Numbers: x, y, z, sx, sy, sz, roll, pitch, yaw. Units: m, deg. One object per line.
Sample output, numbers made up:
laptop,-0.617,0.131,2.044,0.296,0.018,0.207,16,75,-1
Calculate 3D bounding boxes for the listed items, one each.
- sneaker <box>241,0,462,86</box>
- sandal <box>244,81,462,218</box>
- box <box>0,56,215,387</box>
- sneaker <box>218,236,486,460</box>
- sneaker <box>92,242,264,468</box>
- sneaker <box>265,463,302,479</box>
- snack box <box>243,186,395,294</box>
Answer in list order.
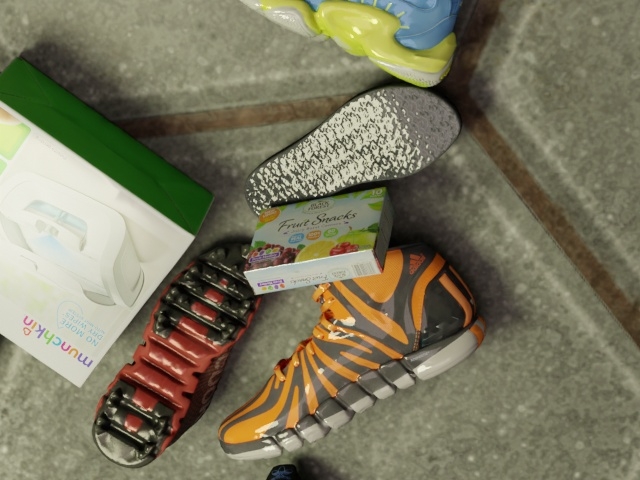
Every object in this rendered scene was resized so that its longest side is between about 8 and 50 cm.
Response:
sneaker,0.032,-0.250,1.607,0.240,0.091,0.126,24,96,-1
sandal,0.031,-0.097,1.685,0.254,0.054,0.097,-22,102,28
box,-0.288,-0.019,1.726,0.262,0.127,0.231,36,112,-8
sneaker,0.002,0.099,1.744,0.321,0.124,0.180,-30,102,9
sneaker,-0.146,0.121,1.780,0.098,0.135,0.276,33,91,8
sneaker,-0.022,0.355,1.875,0.081,0.090,0.232,-2,134,9
snack box,0.000,0.000,1.652,0.141,0.100,0.037,-10,127,20
